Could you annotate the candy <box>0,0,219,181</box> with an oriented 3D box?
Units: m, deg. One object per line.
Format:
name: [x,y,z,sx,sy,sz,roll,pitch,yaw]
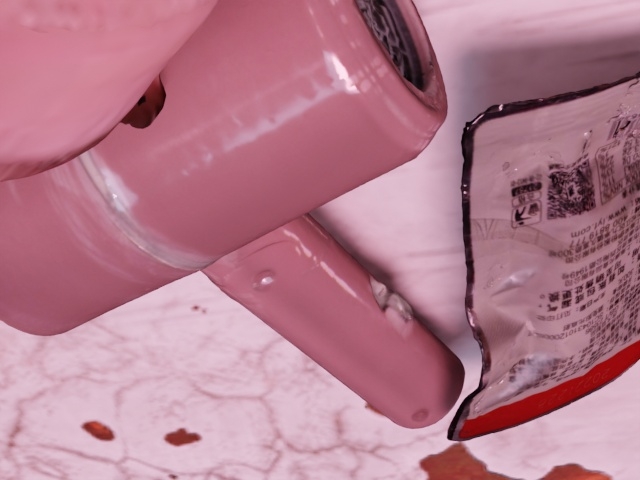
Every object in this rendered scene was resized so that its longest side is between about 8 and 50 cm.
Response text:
candy: [-0.137,-0.128,0.402,0.255,0.255,0.094,29,127,-25]

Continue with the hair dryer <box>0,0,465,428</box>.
hair dryer: [0.000,0.000,0.634,0.210,0.125,0.352,-26,139,21]

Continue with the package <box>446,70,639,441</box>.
package: [0.135,0.008,0.642,0.154,0.030,0.239,-20,136,-19]
